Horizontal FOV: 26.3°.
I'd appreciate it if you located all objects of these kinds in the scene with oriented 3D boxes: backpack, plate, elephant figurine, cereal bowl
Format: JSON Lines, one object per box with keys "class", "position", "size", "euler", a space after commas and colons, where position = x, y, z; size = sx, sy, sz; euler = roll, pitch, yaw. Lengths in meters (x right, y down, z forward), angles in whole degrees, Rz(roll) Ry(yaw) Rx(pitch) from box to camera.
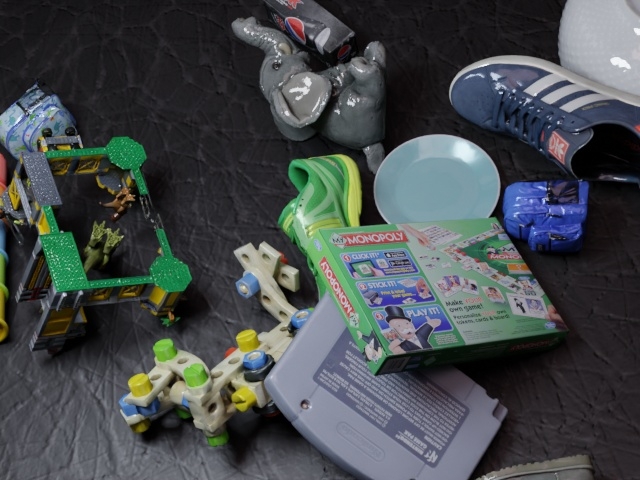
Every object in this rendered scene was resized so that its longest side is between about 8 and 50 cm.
{"class": "backpack", "position": [-0.448, -0.177, 2.160], "size": [0.114, 0.105, 0.084], "euler": [-40, 60, -9]}
{"class": "plate", "position": [0.173, -0.075, 2.041], "size": [0.188, 0.024, 0.188], "euler": [-3, 60, 5]}
{"class": "elephant figurine", "position": [-0.019, -0.224, 2.091], "size": [0.239, 0.169, 0.186], "euler": [1, 45, 3]}
{"class": "cereal bowl", "position": [0.530, -0.337, 2.073], "size": [0.339, 0.141, 0.339], "euler": [-4, 58, 7]}
{"class": "backpack", "position": [0.319, -0.037, 1.952], "size": [0.120, 0.098, 0.101], "euler": [4, 64, 11]}

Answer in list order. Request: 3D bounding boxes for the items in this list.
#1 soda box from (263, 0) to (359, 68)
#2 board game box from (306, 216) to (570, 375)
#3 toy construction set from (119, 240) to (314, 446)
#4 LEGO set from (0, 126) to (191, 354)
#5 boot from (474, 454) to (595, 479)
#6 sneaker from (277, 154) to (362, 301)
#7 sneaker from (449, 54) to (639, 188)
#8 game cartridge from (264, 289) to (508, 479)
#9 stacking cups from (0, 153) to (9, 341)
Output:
{"class": "soda box", "position": [-0.016, -0.348, 2.220], "size": [0.060, 0.053, 0.169], "euler": [-40, 61, -15]}
{"class": "board game box", "position": [0.160, 0.067, 1.847], "size": [0.317, 0.046, 0.213], "euler": [-4, 50, -34]}
{"class": "toy construction set", "position": [-0.114, 0.151, 1.895], "size": [0.215, 0.151, 0.328], "euler": [8, 50, 43]}
{"class": "LEGO set", "position": [-0.347, 0.017, 2.015], "size": [0.255, 0.192, 0.331], "euler": [-14, 63, -34]}
{"class": "boot", "position": [0.286, 0.381, 1.711], "size": [0.189, 0.076, 0.208], "euler": [-16, 58, 10]}
{"class": "sneaker", "position": [0.000, 0.000, 1.967], "size": [0.123, 0.109, 0.295], "euler": [5, 49, -13]}
{"class": "sneaker", "position": [0.341, -0.164, 1.987], "size": [0.350, 0.131, 0.148], "euler": [15, 41, 18]}
{"class": "game cartridge", "position": [0.081, 0.216, 1.801], "size": [0.294, 0.060, 0.196], "euler": [37, 64, -2]}
{"class": "stacking cups", "position": [-0.518, 0.001, 2.070], "size": [0.096, 0.096, 0.316], "euler": [-10, 58, 3]}
